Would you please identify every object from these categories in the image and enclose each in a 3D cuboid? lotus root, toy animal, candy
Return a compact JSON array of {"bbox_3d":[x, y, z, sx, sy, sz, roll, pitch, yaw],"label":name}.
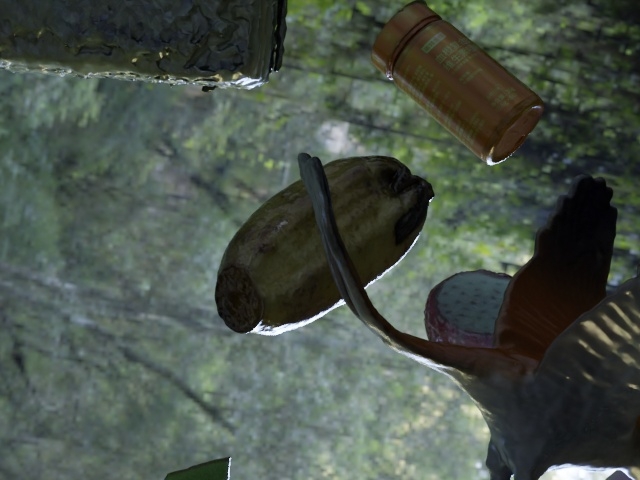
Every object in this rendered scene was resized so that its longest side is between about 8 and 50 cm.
[{"bbox_3d":[0.000,0.000,0.954,0.097,0.258,0.110,-33,-91,44],"label":"lotus root"},{"bbox_3d":[0.128,0.089,0.784,0.225,0.284,0.302,-151,-120,-73],"label":"toy animal"},{"bbox_3d":[0.138,0.067,0.969,0.103,0.103,0.043,-106,-168,-56],"label":"candy"}]

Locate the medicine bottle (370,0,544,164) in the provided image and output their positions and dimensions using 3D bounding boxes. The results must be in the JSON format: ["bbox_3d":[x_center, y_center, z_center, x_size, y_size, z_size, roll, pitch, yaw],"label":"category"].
[{"bbox_3d":[0.156,-0.181,1.307,0.192,0.096,0.096,45,-44,20],"label":"medicine bottle"}]

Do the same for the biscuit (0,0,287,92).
[{"bbox_3d":[-0.134,-0.143,0.463,0.046,0.250,0.147,-16,112,-79],"label":"biscuit"}]

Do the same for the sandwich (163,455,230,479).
[{"bbox_3d":[-0.107,0.278,1.223,0.116,0.074,0.074,-25,-125,41],"label":"sandwich"}]

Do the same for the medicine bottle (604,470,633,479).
[{"bbox_3d":[0.509,0.323,1.544,0.254,0.152,0.152,-39,-156,4],"label":"medicine bottle"}]
